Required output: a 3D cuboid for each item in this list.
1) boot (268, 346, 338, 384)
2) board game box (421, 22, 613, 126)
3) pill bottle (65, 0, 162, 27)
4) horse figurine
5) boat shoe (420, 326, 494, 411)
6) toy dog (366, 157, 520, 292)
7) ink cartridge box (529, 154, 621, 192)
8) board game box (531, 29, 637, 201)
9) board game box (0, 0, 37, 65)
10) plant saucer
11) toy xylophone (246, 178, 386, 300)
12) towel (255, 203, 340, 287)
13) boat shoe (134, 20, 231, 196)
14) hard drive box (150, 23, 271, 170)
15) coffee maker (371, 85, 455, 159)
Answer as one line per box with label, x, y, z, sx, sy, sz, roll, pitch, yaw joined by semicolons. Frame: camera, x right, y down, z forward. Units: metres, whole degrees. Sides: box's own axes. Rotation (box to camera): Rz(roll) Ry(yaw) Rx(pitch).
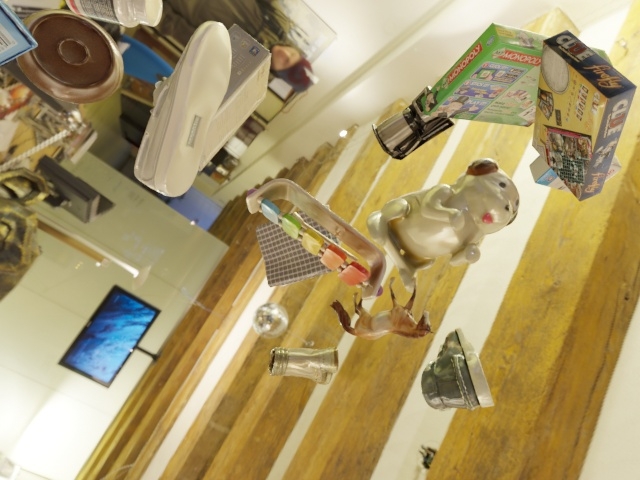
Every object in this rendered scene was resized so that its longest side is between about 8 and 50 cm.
boot;-0.050;0.318;1.044;0.213;0.164;0.077;107;-17;-60
board game box;0.402;-0.326;0.856;0.213;0.317;0.046;137;-54;-58
pill bottle;-0.457;-0.540;0.916;0.108;0.180;0.108;14;90;-88
horse figurine;0.152;0.185;1.039;0.263;0.066;0.175;-17;-129;24
boat shoe;0.224;0.225;0.722;0.099;0.116;0.319;-19;169;11
toy dog;0.409;-0.069;1.285;0.407;0.285;0.395;-25;-168;27
ink cartridge box;0.755;-0.220;1.226;0.140;0.190;0.082;119;-23;-51
board game box;0.430;-0.201;0.698;0.042;0.243;0.165;-23;-126;8
board game box;-0.252;-0.128;0.139;0.160;0.212;0.039;-36;-121;-10
plant saucer;-0.804;-0.605;1.335;0.050;0.310;0.311;-6;-130;54
toy xylophone;0.000;0.000;0.835;0.081;0.322;0.236;-52;170;-11
towel;-0.079;0.024;1.397;0.283;0.235;0.121;-18;178;22
boat shoe;-0.149;-0.141;0.434;0.066;0.063;0.184;-14;123;-71
hard drive box;-0.208;-0.273;0.819;0.232;0.089;0.181;-53;-176;-13
coffee maker;0.249;-0.305;1.081;0.178;0.120;0.171;-31;180;29
